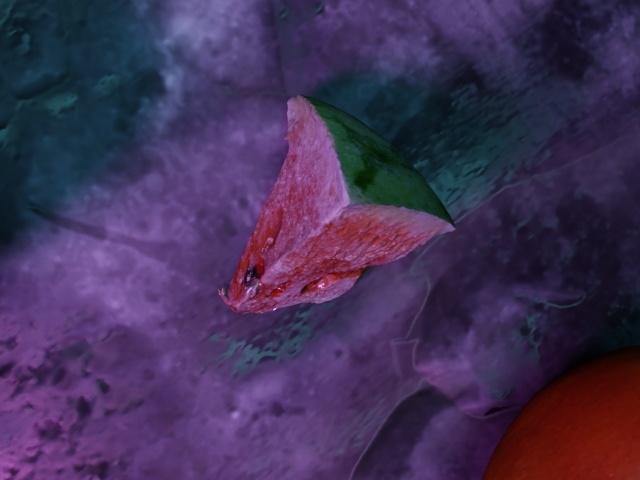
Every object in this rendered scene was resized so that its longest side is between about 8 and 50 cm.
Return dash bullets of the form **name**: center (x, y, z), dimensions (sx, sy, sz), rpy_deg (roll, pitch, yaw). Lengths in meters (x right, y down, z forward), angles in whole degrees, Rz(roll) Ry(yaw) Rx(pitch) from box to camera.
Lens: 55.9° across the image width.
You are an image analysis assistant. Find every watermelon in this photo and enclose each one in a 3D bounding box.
- **watermelon**: center (0.014, -0.002, 0.387), dimensions (0.098, 0.121, 0.158), rpy_deg (22, 93, -31)

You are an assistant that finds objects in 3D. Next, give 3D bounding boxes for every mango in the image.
- **mango**: center (0.167, 0.198, 0.394), dimensions (0.129, 0.146, 0.289), rpy_deg (26, 88, -11)
